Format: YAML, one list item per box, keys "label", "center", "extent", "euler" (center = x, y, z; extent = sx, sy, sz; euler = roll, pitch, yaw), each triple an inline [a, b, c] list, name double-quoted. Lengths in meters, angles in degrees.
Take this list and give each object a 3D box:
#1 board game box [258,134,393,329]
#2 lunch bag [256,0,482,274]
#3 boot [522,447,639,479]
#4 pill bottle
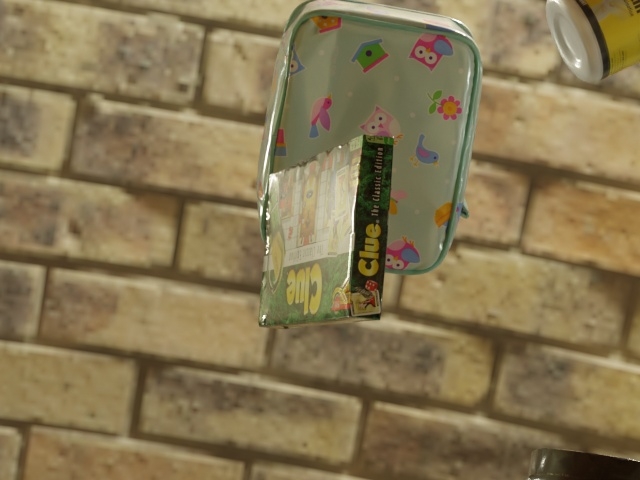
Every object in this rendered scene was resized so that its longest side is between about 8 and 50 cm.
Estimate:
- label: "board game box"
  center: [0.000, 0.000, 1.335]
  extent: [0.030, 0.136, 0.259]
  euler: [3, -6, -17]
- label: "lunch bag"
  center: [0.054, -0.103, 1.758]
  extent: [0.224, 0.279, 0.108]
  euler: [7, 19, -7]
- label: "boot"
  center: [0.199, 0.294, 0.986]
  extent: [0.131, 0.260, 0.348]
  euler: [-1, -32, 36]
- label: "pill bottle"
  center: [0.329, -0.240, 1.710]
  extent: [0.184, 0.103, 0.103]
  euler: [-26, 19, -8]
